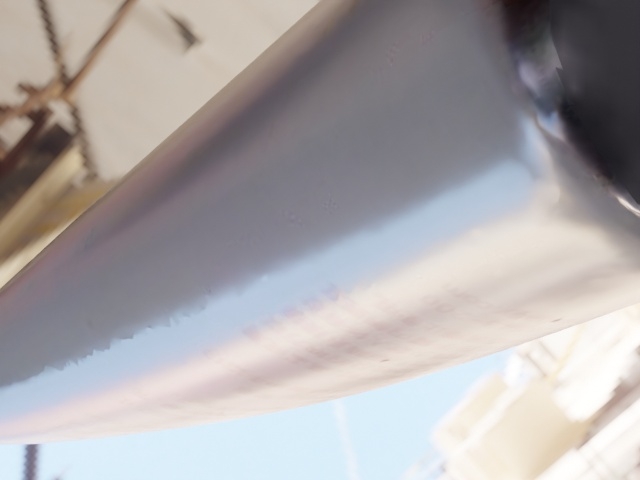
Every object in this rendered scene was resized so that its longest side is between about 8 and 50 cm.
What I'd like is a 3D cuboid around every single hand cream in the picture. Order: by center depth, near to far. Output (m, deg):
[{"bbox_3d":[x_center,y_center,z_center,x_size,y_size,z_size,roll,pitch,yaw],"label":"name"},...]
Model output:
[{"bbox_3d":[0.000,0.000,0.593,0.185,0.358,0.118,-9,-103,-37],"label":"hand cream"}]
